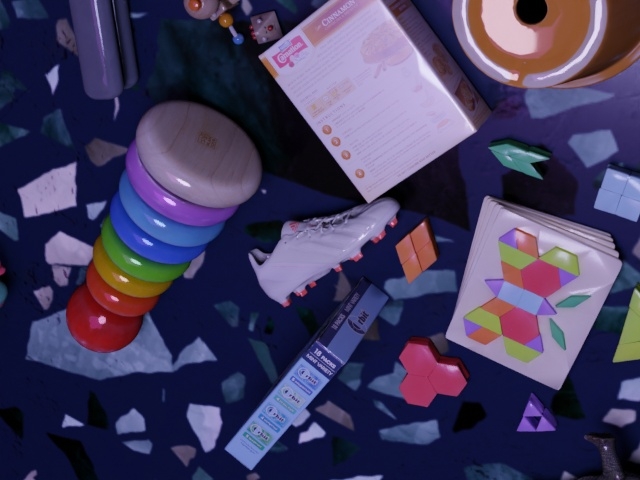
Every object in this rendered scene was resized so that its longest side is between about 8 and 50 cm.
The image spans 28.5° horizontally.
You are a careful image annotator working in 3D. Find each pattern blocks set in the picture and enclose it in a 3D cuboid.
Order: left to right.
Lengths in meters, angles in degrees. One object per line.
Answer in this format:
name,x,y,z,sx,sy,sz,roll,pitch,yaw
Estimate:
pattern blocks set,0.213,0.056,1.303,0.286,0.026,0.324,11,116,17

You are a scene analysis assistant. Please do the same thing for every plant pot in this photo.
plant pot,0.200,-0.217,1.093,0.205,0.188,0.205,8,115,18

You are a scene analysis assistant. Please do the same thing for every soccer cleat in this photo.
soccer cleat,0.000,0.000,1.343,0.196,0.068,0.076,-35,94,33

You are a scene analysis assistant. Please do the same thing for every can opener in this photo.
can opener,-0.222,-0.284,1.300,0.093,0.074,0.280,8,115,18

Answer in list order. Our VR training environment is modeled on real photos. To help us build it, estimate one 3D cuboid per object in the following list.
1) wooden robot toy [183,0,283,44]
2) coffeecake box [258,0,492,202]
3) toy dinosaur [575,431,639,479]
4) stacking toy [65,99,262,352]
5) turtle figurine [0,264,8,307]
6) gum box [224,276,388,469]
wooden robot toy,-0.112,-0.257,1.264,0.076,0.079,0.173,-39,95,31
coffeecake box,0.054,-0.155,1.248,0.142,0.068,0.185,-33,97,30
toy dinosaur,0.330,0.286,1.263,0.313,0.121,0.160,24,113,62
stacking toy,-0.194,0.003,1.397,0.141,0.141,0.330,38,128,3
turtle figurine,-0.453,0.077,1.529,0.234,0.118,0.175,-10,94,41
gum box,-0.013,0.142,1.356,0.041,0.157,0.184,39,120,2
